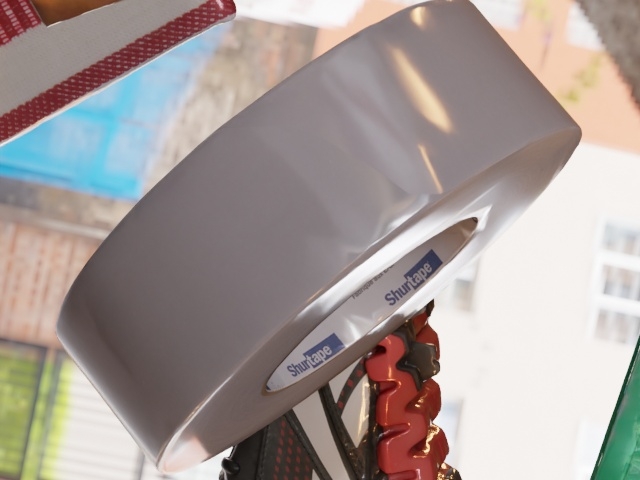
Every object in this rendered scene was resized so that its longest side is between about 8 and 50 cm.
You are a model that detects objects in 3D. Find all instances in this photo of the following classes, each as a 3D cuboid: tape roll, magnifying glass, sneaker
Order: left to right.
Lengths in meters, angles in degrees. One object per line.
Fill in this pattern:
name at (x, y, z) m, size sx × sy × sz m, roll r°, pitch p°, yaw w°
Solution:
tape roll at (0.000, 0.000, 0.767) m, size 0.219 × 0.072 × 0.219 m, roll -38°, pitch 169°, yaw -9°
sneaker at (0.004, 0.078, 0.961) m, size 0.097 × 0.135 × 0.276 m, roll -36°, pitch 118°, yaw -72°
magnifying glass at (0.135, 0.041, 0.750) m, size 0.231 × 0.026 × 0.092 m, roll -58°, pitch 164°, yaw -49°

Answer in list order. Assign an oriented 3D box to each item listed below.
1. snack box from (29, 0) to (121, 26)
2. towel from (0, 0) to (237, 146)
snack box at (-0.084, -0.141, 0.469) m, size 0.178 × 0.064 × 0.022 m, roll 61°, pitch 29°, yaw -25°
towel at (-0.206, -0.186, 0.772) m, size 0.237 × 0.329 × 0.037 m, roll -25°, pitch -167°, yaw 25°
